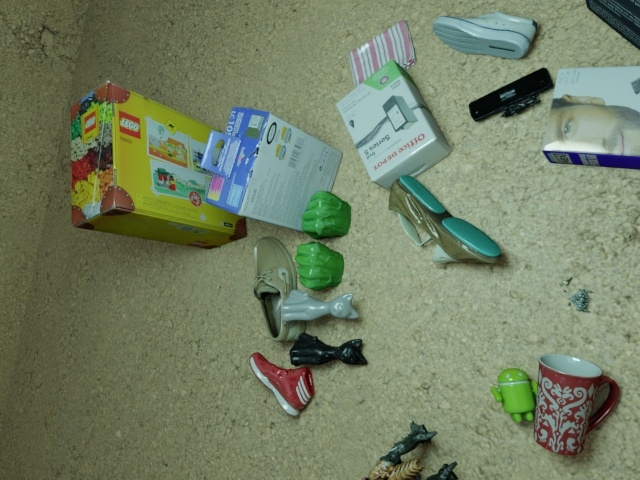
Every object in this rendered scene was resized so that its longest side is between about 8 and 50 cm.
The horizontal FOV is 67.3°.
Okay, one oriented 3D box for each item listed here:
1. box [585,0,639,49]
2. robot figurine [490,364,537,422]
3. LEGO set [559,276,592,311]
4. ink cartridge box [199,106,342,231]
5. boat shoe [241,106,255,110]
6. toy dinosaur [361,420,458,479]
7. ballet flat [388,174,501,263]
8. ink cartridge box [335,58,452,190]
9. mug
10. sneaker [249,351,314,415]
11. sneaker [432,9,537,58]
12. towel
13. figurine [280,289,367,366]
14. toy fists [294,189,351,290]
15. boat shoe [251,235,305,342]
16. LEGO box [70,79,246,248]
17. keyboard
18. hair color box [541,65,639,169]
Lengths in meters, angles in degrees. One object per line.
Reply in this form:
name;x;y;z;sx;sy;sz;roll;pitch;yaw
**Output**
box;0.697;-0.607;0.762;0.480;0.472;0.297;-42;61;21
robot figurine;0.422;0.330;1.038;0.101;0.067;0.115;-9;75;5
LEGO set;0.541;0.117;1.019;0.083;0.023;0.054;42;106;32
ink cartridge box;-0.136;-0.187;1.310;0.151;0.396;0.269;19;93;35
boat shoe;-0.180;-0.301;1.542;0.103;0.113;0.302;-23;80;28
toy dinosaur;0.182;0.533;1.069;0.164;0.219;0.322;66;160;7
ballet flat;0.284;-0.024;1.180;0.342;0.116;0.124;45;128;32
ink cartridge box;0.189;-0.301;1.277;0.198;0.115;0.272;-33;65;26
mug;0.501;0.329;0.951;0.150;0.113;0.169;9;99;26
sneaker;-0.101;0.382;1.394;0.221;0.087;0.128;45;99;19
sneaker;0.406;-0.521;1.194;0.258;0.094;0.091;30;81;30
towel;0.171;-0.527;1.382;0.197;0.029;0.144;-20;70;31
figurine;0.014;0.238;1.301;0.210;0.092;0.214;-4;102;26
toy fists;0.000;0.000;1.340;0.096;0.142;0.278;7;86;35
boat shoe;-0.139;0.136;1.432;0.122;0.110;0.340;-32;66;27
LEGO box;-0.479;-0.199;1.485;0.193;0.500;0.372;-18;72;31
keyboard;0.458;-0.333;1.157;0.192;0.038;0.100;-22;47;31
hair color box;0.645;-0.242;0.960;0.339;0.110;0.185;12;90;37
